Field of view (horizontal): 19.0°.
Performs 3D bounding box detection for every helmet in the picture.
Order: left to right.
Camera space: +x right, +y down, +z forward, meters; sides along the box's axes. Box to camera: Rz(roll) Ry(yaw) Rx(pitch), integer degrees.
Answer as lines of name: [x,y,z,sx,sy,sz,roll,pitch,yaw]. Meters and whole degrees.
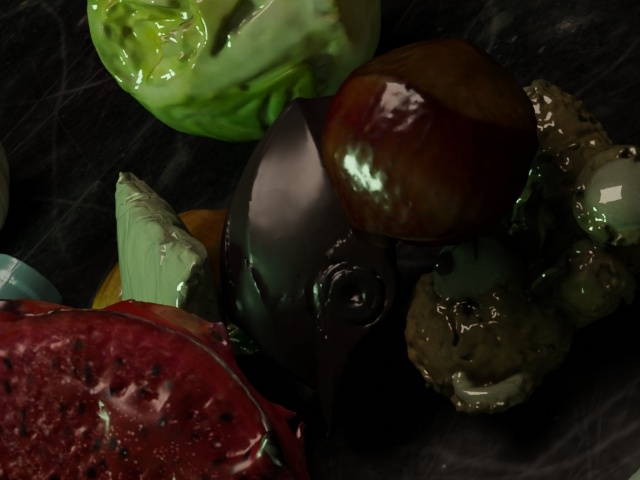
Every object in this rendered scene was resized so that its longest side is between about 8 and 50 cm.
helmet: [0.000,0.000,1.683,0.305,0.177,0.225,-63,-2,-7]

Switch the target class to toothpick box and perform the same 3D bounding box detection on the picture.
toothpick box: [-0.385,0.105,2.239,0.101,0.101,0.153,0,48,53]

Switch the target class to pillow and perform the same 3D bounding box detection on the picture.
pillow: [-0.136,0.102,1.782,0.076,0.280,0.274,-7,19,-17]

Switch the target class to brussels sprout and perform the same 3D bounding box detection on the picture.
brussels sprout: [-0.093,-0.248,2.144,0.344,0.344,0.268,-10,80,47]

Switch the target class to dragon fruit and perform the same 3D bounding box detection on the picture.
dragon fruit: [-0.176,0.233,1.559,0.371,0.386,0.249,-21,-7,4]

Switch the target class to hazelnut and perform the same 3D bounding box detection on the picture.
hazelnut: [0.088,-0.076,1.489,0.170,0.160,0.202,-21,2,13]

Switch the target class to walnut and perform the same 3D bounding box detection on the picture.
walnut: [-0.157,0.039,2.020,0.207,0.116,0.116,-48,27,-9]

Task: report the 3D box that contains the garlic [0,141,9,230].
garlic: [-0.546,-0.059,2.537,0.317,0.259,0.317,-8,42,8]

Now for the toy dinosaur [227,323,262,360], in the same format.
toy dinosaur: [-0.075,0.089,1.937,0.060,0.029,0.119,-18,28,13]

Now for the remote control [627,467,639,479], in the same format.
remote control: [0.276,0.170,1.321,0.313,0.055,0.109,-45,21,7]

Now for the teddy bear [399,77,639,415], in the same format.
teddy bear: [0.168,0.020,1.560,0.256,0.156,0.267,-43,29,5]
